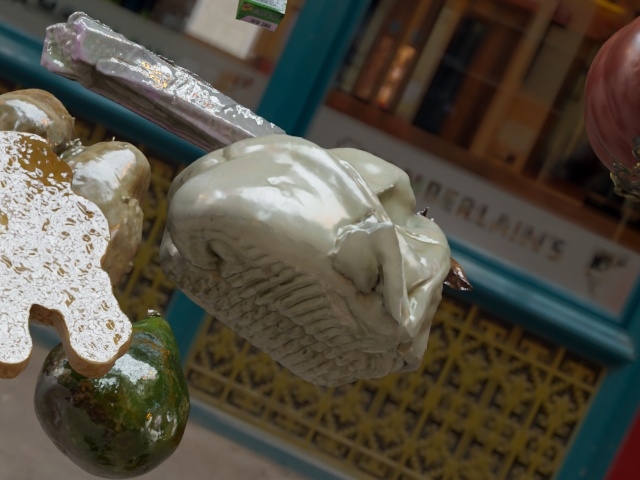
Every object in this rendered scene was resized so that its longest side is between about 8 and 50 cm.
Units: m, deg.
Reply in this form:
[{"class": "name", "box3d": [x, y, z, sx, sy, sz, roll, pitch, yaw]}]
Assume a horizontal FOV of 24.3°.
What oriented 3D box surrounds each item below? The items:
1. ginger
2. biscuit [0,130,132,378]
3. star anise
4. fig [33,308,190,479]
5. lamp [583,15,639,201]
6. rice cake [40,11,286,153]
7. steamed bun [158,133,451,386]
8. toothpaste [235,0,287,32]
[{"class": "ginger", "box3d": [-0.342, -0.059, 1.736, 0.304, 0.244, 0.155, 41, -3, 19]}, {"class": "biscuit", "box3d": [-0.236, 0.009, 1.193, 0.144, 0.040, 0.236, 5, 48, -30]}, {"class": "star anise", "box3d": [0.095, 0.007, 1.803, 0.158, 0.141, 0.144, 2, -4, 36]}, {"class": "fig", "box3d": [-0.244, 0.175, 1.849, 0.195, 0.245, 0.195, 22, -32, 14]}, {"class": "lamp", "box3d": [0.346, -0.122, 1.310, 0.226, 0.227, 0.227, 24, 5, -2]}, {"class": "rice cake", "box3d": [-0.116, -0.112, 1.279, 0.269, 0.055, 0.049, 27, -34, -28]}, {"class": "steamed bun", "box3d": [0.001, -0.001, 1.045, 0.218, 0.144, 0.211, 33, -22, -12]}, {"class": "toothpaste", "box3d": [-0.045, -0.287, 1.434, 0.043, 0.179, 0.037, 14, -26, -14]}]
